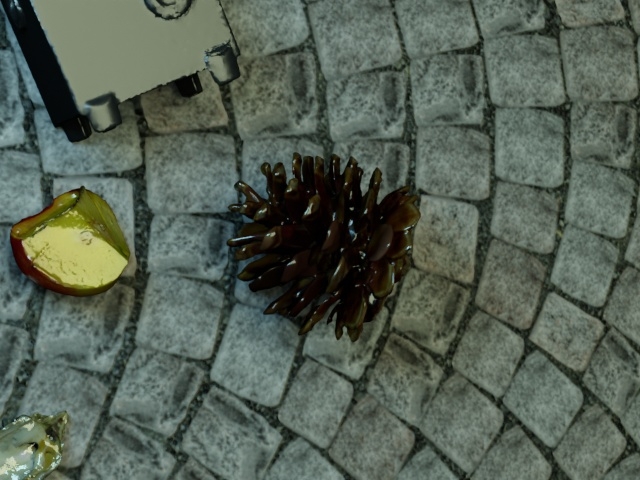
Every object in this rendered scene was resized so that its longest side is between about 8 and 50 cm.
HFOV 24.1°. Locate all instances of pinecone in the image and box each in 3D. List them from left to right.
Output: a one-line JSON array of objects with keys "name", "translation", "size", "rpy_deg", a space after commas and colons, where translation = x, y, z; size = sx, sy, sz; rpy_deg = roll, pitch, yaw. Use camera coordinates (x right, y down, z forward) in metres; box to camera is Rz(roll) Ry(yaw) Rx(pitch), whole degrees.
[{"name": "pinecone", "translation": [-0.004, 0.002, 1.973], "size": [0.264, 0.264, 0.264], "rpy_deg": [4, 81, -26]}]

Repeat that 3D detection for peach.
[{"name": "peach", "translation": [-0.314, 0.012, 1.882], "size": [0.151, 0.118, 0.151], "rpy_deg": [40, 30, -29]}]

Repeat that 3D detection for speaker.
[{"name": "speaker", "translation": [-0.260, -0.277, 1.892], "size": [0.232, 0.184, 0.254], "rpy_deg": [-24, 97, -19]}]

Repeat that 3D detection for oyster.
[{"name": "oyster", "translation": [-0.383, 0.266, 1.850], "size": [0.121, 0.045, 0.146], "rpy_deg": [22, 81, -25]}]
